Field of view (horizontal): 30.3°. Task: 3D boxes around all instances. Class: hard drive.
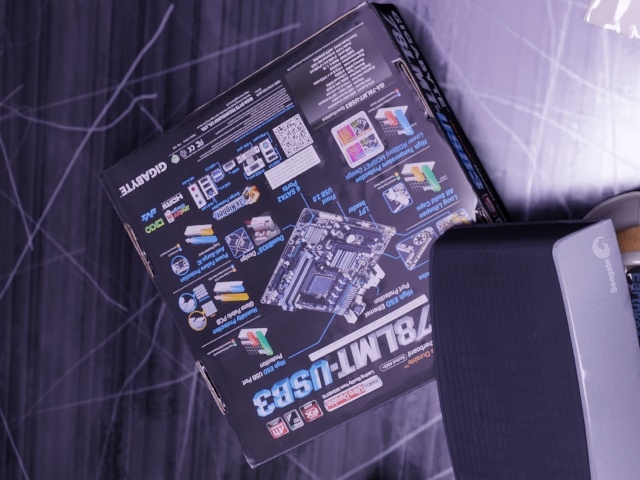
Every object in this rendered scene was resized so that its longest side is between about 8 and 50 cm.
[{"bbox_3d":[0.154,0.114,0.857,0.172,0.054,0.255,-1,100,53],"label":"hard drive"}]

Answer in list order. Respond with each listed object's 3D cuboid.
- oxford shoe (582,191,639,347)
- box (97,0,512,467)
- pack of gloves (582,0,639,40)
[{"bbox_3d":[0.251,0.190,0.908,0.169,0.130,0.450,-3,99,19],"label":"oxford shoe"},{"bbox_3d":[0.000,0.000,0.997,0.295,0.073,0.293,-30,89,22],"label":"box"},{"bbox_3d":[0.221,-0.280,0.884,0.195,0.046,0.232,24,106,16],"label":"pack of gloves"}]
